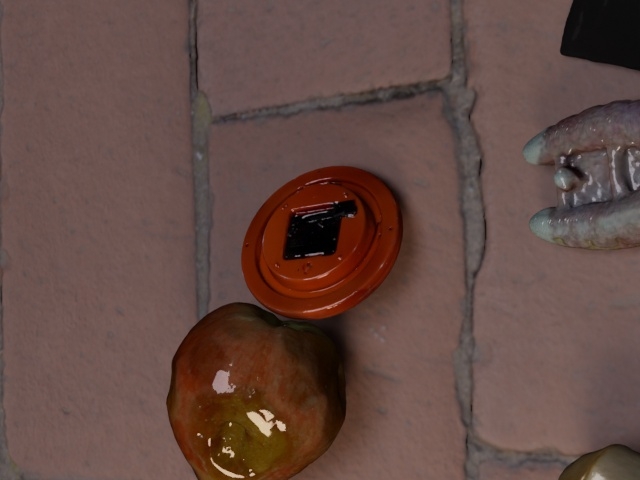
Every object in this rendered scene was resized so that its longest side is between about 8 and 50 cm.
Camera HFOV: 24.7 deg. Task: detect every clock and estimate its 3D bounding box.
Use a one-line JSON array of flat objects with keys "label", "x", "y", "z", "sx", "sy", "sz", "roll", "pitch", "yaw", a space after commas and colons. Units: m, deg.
[{"label": "clock", "x": 0.000, "y": 0.000, "z": 1.721, "sx": 0.205, "sy": 0.051, "sz": 0.205, "roll": -15, "pitch": 53, "yaw": 21}]

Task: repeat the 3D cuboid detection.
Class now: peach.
[{"label": "peach", "x": -0.075, "y": 0.198, "z": 1.716, "sx": 0.214, "sy": 0.214, "sz": 0.236, "roll": 21, "pitch": 105, "yaw": 37}]

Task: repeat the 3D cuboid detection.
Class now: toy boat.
[{"label": "toy boat", "x": 0.307, "y": -0.070, "z": 1.514, "sx": 0.227, "sy": 0.085, "sz": 0.155, "roll": -8, "pitch": 80, "yaw": 37}]

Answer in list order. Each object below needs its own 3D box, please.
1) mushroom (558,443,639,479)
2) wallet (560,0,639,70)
[{"label": "mushroom", "x": 0.366, "y": 0.298, "z": 1.394, "sx": 0.122, "sy": 0.159, "sz": 0.328, "roll": -37, "pitch": 50, "yaw": -21}, {"label": "wallet", "x": 0.403, "y": -0.281, "z": 1.488, "sx": 0.323, "sy": 0.041, "sz": 0.247, "roll": 20, "pitch": 97, "yaw": 41}]
